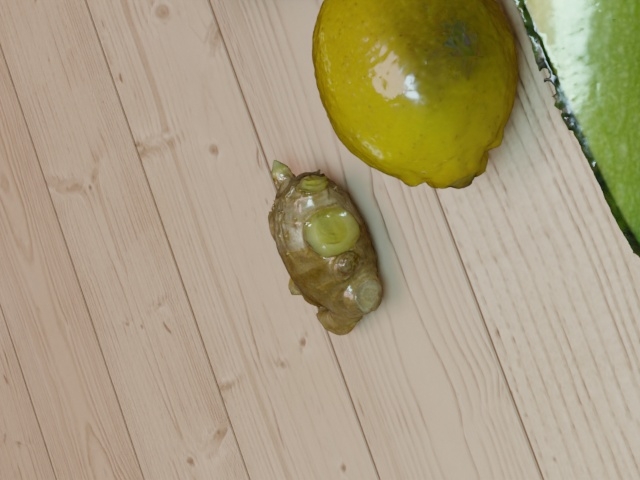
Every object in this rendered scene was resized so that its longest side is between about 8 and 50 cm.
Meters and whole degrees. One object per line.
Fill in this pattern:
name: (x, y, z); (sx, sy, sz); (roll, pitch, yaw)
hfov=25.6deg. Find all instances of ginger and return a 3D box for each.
ginger: (0.000, 0.000, 1.615); (0.216, 0.102, 0.157); (64, 164, 8)

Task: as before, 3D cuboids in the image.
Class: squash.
squash: (0.249, -0.134, 1.222); (0.210, 0.233, 0.308); (8, 109, 12)

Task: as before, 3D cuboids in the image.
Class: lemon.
lemon: (0.094, -0.172, 1.391); (0.204, 0.204, 0.260); (-27, 82, 48)
